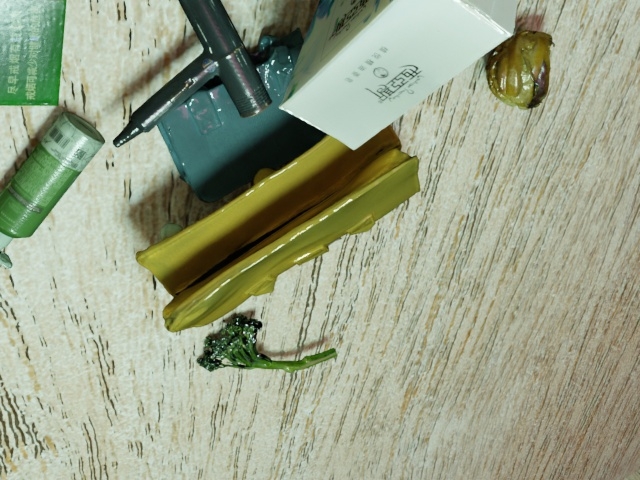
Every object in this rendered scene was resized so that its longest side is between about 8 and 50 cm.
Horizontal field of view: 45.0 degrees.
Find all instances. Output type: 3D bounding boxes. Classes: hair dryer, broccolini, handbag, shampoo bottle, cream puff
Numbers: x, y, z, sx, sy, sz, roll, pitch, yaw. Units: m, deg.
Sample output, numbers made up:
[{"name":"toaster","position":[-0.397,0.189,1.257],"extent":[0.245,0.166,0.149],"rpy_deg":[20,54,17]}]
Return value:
[{"name":"hair dryer","position":[-0.179,-0.195,0.913],"extent":[0.195,0.050,0.173],"rpy_deg":[-30,112,-7]},{"name":"broccolini","position":[-0.076,0.180,1.354],"extent":[0.272,0.062,0.123],"rpy_deg":[6,137,-34]},{"name":"handbag","position":[-0.047,-0.021,1.094],"extent":[0.401,0.133,0.283],"rpy_deg":[-35,165,2]},{"name":"shampoo bottle","position":[-0.345,-0.058,0.937],"extent":[0.204,0.065,0.065],"rpy_deg":[-49,139,10]},{"name":"handbag","position":[-0.097,-0.168,1.029],"extent":[0.229,0.062,0.179],"rpy_deg":[-29,138,-13]},{"name":"cream puff","position":[0.313,-0.267,1.216],"extent":[0.104,0.119,0.133],"rpy_deg":[4,158,4]}]

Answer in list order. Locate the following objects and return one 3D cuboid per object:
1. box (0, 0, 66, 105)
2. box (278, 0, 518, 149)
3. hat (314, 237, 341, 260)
[{"name":"box","position":[-0.389,-0.203,0.799],"extent":[0.235,0.034,0.132],"rpy_deg":[-7,130,-33]},{"name":"box","position":[0.089,-0.255,0.858],"extent":[0.116,0.203,0.274],"rpy_deg":[28,150,-21]},{"name":"hat","position":[-0.001,-0.001,1.275],"extent":[0.058,0.042,0.087],"rpy_deg":[-40,174,3]}]
